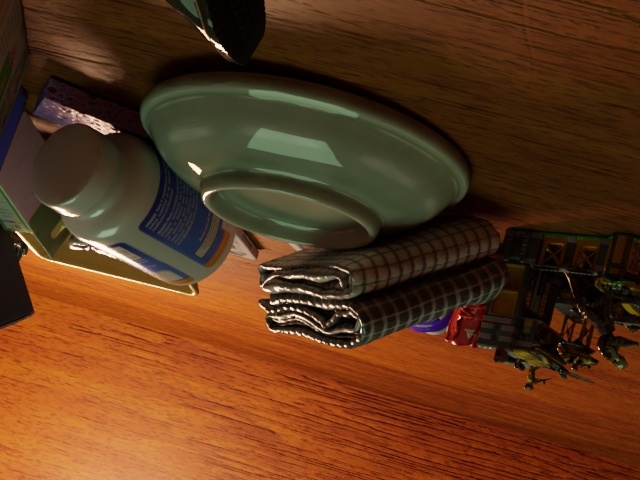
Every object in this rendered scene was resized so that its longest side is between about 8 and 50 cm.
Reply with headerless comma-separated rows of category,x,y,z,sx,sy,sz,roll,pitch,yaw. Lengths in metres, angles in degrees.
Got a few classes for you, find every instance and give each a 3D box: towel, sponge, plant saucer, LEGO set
towel,0.071,0.056,1.498,0.235,0.121,0.284,-18,-174,-27
sponge,-0.271,-0.152,1.537,0.210,0.031,0.117,20,167,-18
plant saucer,-0.027,-0.069,1.369,0.401,0.100,0.400,12,165,3
LEGO set,0.358,0.123,1.528,0.255,0.192,0.331,9,165,30
plant saucer,-0.382,-0.039,1.954,0.333,0.081,0.333,12,157,17

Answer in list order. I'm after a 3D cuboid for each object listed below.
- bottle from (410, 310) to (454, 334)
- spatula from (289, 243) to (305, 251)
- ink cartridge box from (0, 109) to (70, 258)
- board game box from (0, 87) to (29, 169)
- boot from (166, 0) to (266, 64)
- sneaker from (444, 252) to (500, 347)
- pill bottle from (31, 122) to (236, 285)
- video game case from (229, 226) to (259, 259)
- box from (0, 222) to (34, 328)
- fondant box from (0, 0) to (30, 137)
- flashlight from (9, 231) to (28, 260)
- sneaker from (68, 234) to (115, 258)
bottle,0.151,0.085,1.846,0.118,0.092,0.283,10,165,22
spatula,0.000,0.000,1.862,0.168,0.019,0.242,4,164,24
ink cartridge box,-0.436,-0.083,1.702,0.062,0.109,0.209,7,142,29
board game box,-0.569,-0.144,1.502,0.291,0.232,0.141,14,166,10
boot,-0.137,-0.233,0.982,0.137,0.077,0.198,15,154,29
sneaker,0.239,0.094,1.694,0.087,0.128,0.221,14,168,6
pill bottle,-0.244,-0.050,1.521,0.152,0.152,0.272,8,164,34
video game case,-0.216,-0.017,2.036,0.190,0.022,0.173,14,166,13
box,-0.630,-0.018,1.791,0.179,0.343,0.312,-23,-165,-36
fondant box,-0.420,-0.104,1.259,0.096,0.330,0.238,20,167,-7
flashlight,-0.642,-0.052,2.005,0.304,0.103,0.103,37,169,18
sneaker,-0.285,-0.048,1.696,0.104,0.095,0.236,30,138,-7
